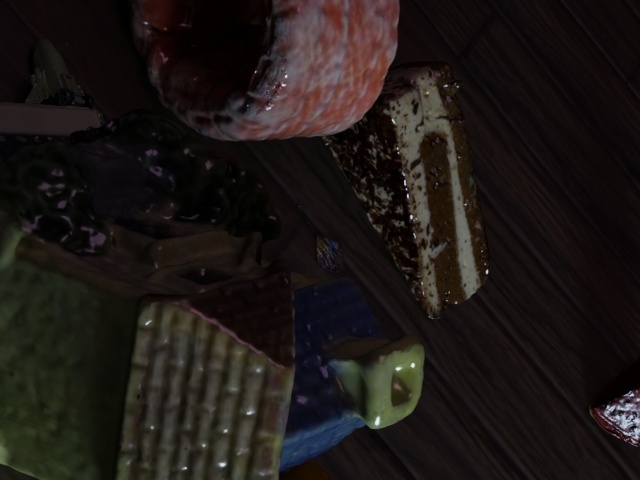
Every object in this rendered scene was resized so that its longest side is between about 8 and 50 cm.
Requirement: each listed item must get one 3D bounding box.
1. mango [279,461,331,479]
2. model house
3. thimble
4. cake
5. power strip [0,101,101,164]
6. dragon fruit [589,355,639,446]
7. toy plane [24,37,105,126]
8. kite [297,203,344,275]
[{"bbox_3d":[-0.019,0.241,1.513,0.080,0.060,0.114,36,43,-28],"label":"mango"},{"bbox_3d":[-0.082,0.063,1.342,0.321,0.266,0.261,-14,119,-50],"label":"model house"},{"bbox_3d":[-0.049,-0.206,1.626,0.162,0.239,0.239,-13,76,-45],"label":"thimble"},{"bbox_3d":[0.080,-0.056,1.801,0.112,0.135,0.246,-31,119,-37],"label":"cake"},{"bbox_3d":[-0.294,-0.064,1.392,0.257,0.105,0.070,-1,67,-45],"label":"power strip"},{"bbox_3d":[0.349,0.166,1.915,0.063,0.097,0.131,58,22,-6],"label":"dragon fruit"},{"bbox_3d":[-0.225,-0.128,1.549,0.102,0.040,0.111,12,58,-62],"label":"toy plane"},{"bbox_3d":[0.004,-0.001,1.723,0.044,0.002,0.078,-4,70,-45],"label":"kite"}]
